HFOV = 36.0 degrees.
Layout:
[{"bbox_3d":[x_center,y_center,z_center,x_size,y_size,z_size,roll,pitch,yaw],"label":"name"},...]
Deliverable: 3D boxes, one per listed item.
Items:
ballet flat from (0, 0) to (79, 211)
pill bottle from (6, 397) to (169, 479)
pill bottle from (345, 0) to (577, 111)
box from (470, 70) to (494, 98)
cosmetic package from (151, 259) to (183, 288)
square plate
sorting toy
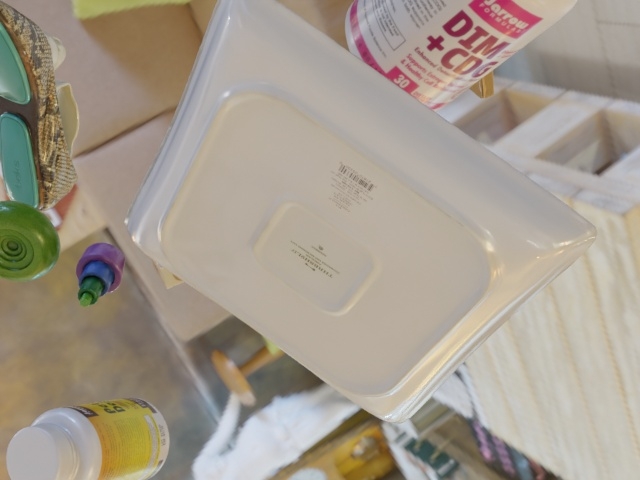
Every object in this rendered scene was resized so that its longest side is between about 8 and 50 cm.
[{"bbox_3d":[-0.550,-0.278,1.879,0.164,0.182,0.482,23,135,24],"label":"ballet flat"},{"bbox_3d":[-0.298,0.269,1.269,0.117,0.117,0.215,49,-164,19],"label":"pill bottle"},{"bbox_3d":[0.169,-0.269,1.035,0.283,0.160,0.160,-36,88,44],"label":"pill bottle"},{"bbox_3d":[0.171,-0.305,1.287,0.164,0.021,0.201,54,164,44],"label":"box"},{"bbox_3d":[-0.187,0.021,1.450,0.060,0.115,0.041,45,153,50],"label":"cosmetic package"},{"bbox_3d":[0.000,0.000,0.858,0.347,0.049,0.344,35,138,0],"label":"square plate"},{"bbox_3d":[-0.455,0.021,1.330,0.126,0.366,0.127,-82,9,-60],"label":"sorting toy"}]
